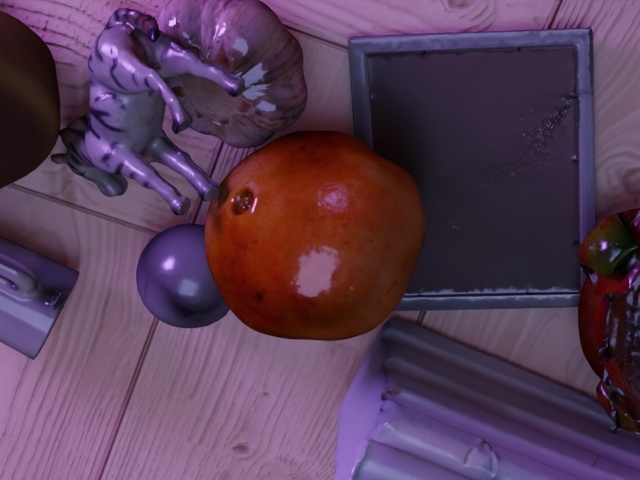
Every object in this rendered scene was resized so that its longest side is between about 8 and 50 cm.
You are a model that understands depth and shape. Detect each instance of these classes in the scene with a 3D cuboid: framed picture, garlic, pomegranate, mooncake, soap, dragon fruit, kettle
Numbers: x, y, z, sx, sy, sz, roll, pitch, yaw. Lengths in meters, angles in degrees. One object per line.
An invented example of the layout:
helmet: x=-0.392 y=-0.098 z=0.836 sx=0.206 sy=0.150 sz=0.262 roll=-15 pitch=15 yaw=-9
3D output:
framed picture: x=0.150 y=-0.065 z=1.866 sx=0.232 sy=0.019 sz=0.296 roll=-1 pitch=116 yaw=6
garlic: x=-0.083 y=-0.161 z=1.786 sx=0.159 sy=0.102 sz=0.147 roll=35 pitch=127 yaw=-2
pomegranate: x=-0.005 y=0.000 z=1.796 sx=0.209 sy=0.209 sz=0.209 roll=1 pitch=117 yaw=2
mooncake: x=-0.368 y=-0.130 z=1.780 sx=0.234 sy=0.117 sz=0.235 roll=-7 pitch=140 yaw=-6
soap: x=0.195 y=0.221 z=1.904 sx=0.347 sy=0.208 sz=0.115 roll=22 pitch=117 yaw=-9
dragon fruit: x=0.372 y=0.060 z=1.857 sx=0.268 sy=0.130 sz=0.295 roll=10 pitch=117 yaw=-2
kettle: x=-0.323 y=0.044 z=1.889 sx=0.148 sy=0.127 sz=0.098 roll=28 pitch=100 yaw=-9

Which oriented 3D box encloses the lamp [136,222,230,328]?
lamp: x=-0.128 y=0.035 z=1.883 sx=0.105 sy=0.105 sz=0.105 roll=1 pitch=117 yaw=2

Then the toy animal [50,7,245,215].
toy animal: x=-0.161 y=-0.092 z=1.755 sx=0.170 sy=0.090 sz=0.255 roll=48 pitch=138 yaw=12
